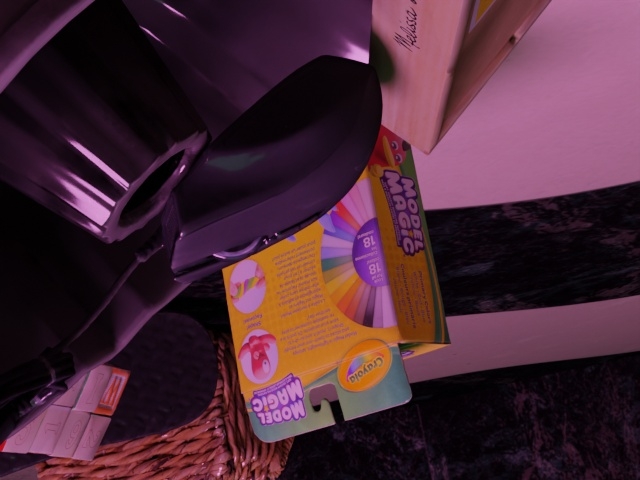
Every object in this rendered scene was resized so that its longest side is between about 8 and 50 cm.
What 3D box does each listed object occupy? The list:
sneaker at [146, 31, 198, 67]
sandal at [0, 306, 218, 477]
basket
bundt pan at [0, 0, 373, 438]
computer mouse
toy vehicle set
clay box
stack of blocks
[{"bbox_3d":[-0.119,-0.060,0.688,0.275,0.109,0.107,-18,164,25],"label":"sneaker"},{"bbox_3d":[-0.321,0.154,1.287,0.446,0.167,0.107,-2,-179,-29],"label":"sandal"},{"bbox_3d":[-0.173,0.246,1.615,0.299,0.213,0.223,-18,163,27],"label":"basket"},{"bbox_3d":[-0.101,-0.059,0.470,0.331,0.124,0.331,-46,172,-8],"label":"bundt pan"},{"bbox_3d":[-0.059,0.019,0.479,0.242,0.041,0.071,-44,172,-14],"label":"computer mouse"},{"bbox_3d":[0.082,-0.142,0.464,0.166,0.035,0.267,-51,171,-11],"label":"toy vehicle set"},{"bbox_3d":[0.000,0.000,0.777,0.127,0.222,0.053,-22,162,39],"label":"clay box"},{"bbox_3d":[-0.295,0.098,1.048,0.171,0.087,0.297,22,174,18],"label":"stack of blocks"}]
